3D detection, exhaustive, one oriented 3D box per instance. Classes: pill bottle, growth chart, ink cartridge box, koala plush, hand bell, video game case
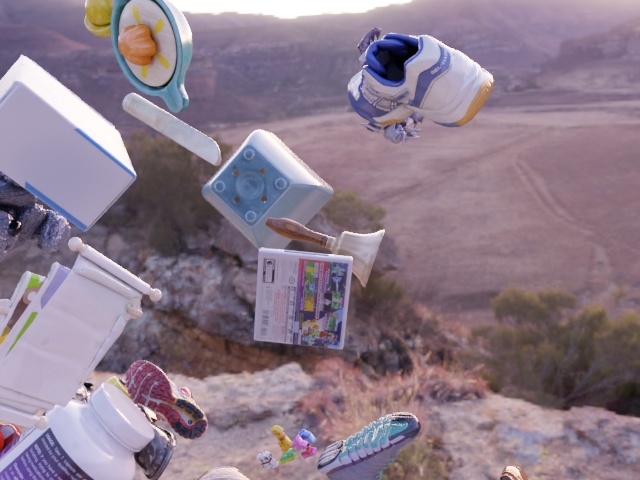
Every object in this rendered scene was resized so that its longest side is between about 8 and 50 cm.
[{"bbox_3d":[-0.428,0.385,1.144,0.323,0.181,0.181,-42,24,-7],"label":"pill bottle"},{"bbox_3d":[-0.312,0.111,0.830,0.021,0.172,0.237,26,72,45],"label":"growth chart"},{"bbox_3d":[-0.448,-0.172,1.198,0.129,0.223,0.307,-48,29,2],"label":"ink cartridge box"},{"bbox_3d":[-0.602,-0.020,1.294,0.203,0.196,0.221,-9,30,6],"label":"koala plush"},{"bbox_3d":[0.000,0.000,1.493,0.242,0.126,0.126,19,18,5],"label":"hand bell"},{"bbox_3d":[-0.036,0.116,1.417,0.183,0.201,0.023,6,22,1],"label":"video game case"}]

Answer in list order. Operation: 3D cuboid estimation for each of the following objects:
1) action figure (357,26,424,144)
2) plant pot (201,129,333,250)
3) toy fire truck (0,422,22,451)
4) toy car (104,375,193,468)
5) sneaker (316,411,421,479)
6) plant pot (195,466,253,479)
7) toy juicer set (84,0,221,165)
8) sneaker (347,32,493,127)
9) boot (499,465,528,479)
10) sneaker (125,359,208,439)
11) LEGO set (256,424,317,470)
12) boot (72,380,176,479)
[{"bbox_3d":[0.151,-0.335,1.625,0.185,0.285,0.099,16,-37,-43],"label":"action figure"},{"bbox_3d":[-0.147,-0.125,1.769,0.247,0.248,0.252,43,3,7],"label":"plant pot"},{"bbox_3d":[-0.928,0.665,1.988,0.302,0.254,0.169,-38,-6,-14],"label":"toy fire truck"},{"bbox_3d":[-0.428,0.425,1.632,0.239,0.225,0.053,6,-25,17],"label":"toy car"},{"bbox_3d":[0.103,0.383,1.271,0.223,0.098,0.083,-32,11,31],"label":"sneaker"},{"bbox_3d":[-0.241,0.638,1.761,0.237,0.237,0.110,-4,38,-5],"label":"plant pot"},{"bbox_3d":[-0.246,-0.258,0.935,0.209,0.329,0.089,12,28,37],"label":"toy juicer set"},{"bbox_3d":[0.105,-0.234,0.981,0.131,0.112,0.296,32,-7,-27],"label":"sneaker"},{"bbox_3d":[0.475,0.616,1.646,0.073,0.197,0.152,-38,-23,13],"label":"boot"},{"bbox_3d":[-0.340,0.354,1.574,0.088,0.225,0.093,-46,-9,-10],"label":"sneaker"},{"bbox_3d":[-0.105,0.595,2.111,0.227,0.093,0.087,-31,14,37],"label":"LEGO set"},{"bbox_3d":[-0.401,0.334,1.314,0.229,0.091,0.263,35,-7,-31],"label":"boot"}]
